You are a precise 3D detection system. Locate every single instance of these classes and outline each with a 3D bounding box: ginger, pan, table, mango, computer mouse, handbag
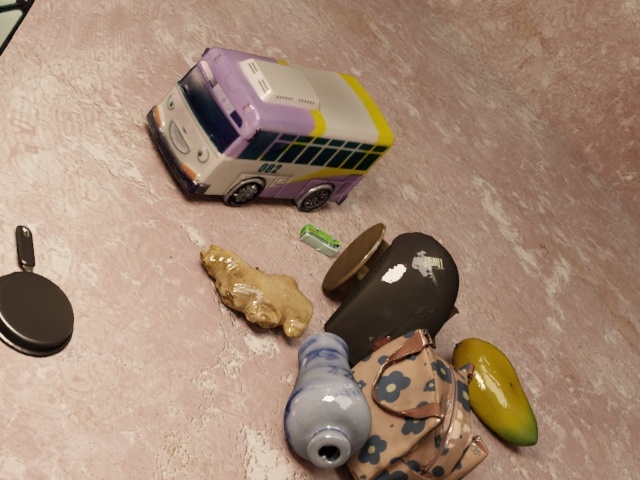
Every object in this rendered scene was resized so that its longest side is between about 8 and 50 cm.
[{"bbox_3d":[-0.111,0.087,1.757,0.213,0.074,0.137,33,23,-27],"label":"ginger"},{"bbox_3d":[-0.414,0.061,1.470,0.136,0.028,0.235,19,39,-37],"label":"pan"},{"bbox_3d":[0.139,0.103,1.959,0.226,0.167,0.167,43,30,-11],"label":"table"},{"bbox_3d":[0.340,0.297,2.024,0.137,0.091,0.237,3,50,-41],"label":"mango"},{"bbox_3d":[0.143,0.119,1.834,0.170,0.269,0.100,39,1,-14],"label":"computer mouse"},{"bbox_3d":[0.158,0.292,1.704,0.190,0.193,0.251,34,31,-27],"label":"handbag"}]

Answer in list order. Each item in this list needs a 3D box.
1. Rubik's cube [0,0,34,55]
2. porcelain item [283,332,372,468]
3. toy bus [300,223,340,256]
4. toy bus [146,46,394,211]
[{"bbox_3d":[-0.603,-0.408,1.598,0.246,0.250,0.248,21,40,-34],"label":"Rubik's cube"},{"bbox_3d":[0.010,0.254,1.644,0.141,0.141,0.259,33,25,-18],"label":"porcelain item"},{"bbox_3d":[0.000,0.000,2.034,0.083,0.031,0.037,31,41,-22],"label":"toy bus"},{"bbox_3d":[-0.084,-0.213,1.975,0.440,0.249,0.209,1,51,-49],"label":"toy bus"}]
